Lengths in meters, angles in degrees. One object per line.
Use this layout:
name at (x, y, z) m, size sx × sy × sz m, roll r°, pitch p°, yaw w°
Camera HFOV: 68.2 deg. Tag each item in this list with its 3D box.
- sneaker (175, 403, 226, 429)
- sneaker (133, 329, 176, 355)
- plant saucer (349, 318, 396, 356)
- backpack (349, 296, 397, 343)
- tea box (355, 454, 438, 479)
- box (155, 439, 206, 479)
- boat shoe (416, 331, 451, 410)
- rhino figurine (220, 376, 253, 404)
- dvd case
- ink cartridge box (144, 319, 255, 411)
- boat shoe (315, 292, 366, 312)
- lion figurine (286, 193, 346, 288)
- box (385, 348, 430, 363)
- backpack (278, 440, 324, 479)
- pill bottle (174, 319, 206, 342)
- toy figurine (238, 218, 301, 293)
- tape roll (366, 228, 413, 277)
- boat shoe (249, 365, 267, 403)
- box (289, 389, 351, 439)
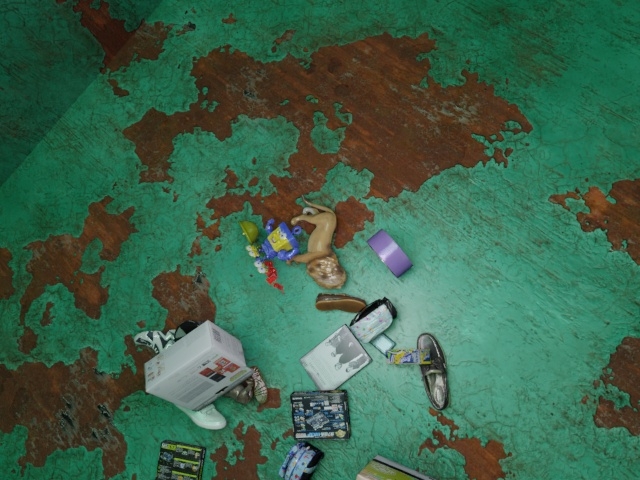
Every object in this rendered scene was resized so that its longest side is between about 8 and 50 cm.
sneaker at (-0.476, 0.645, 1.906) m, size 0.256 × 0.094 × 0.151 m, roll 24°, pitch 103°, yaw 20°
sneaker at (-0.691, 0.468, 2.019) m, size 0.235 × 0.094 × 0.153 m, roll -4°, pitch 67°, yaw 3°
plant saucer at (0.204, 0.369, 1.860) m, size 0.192 × 0.018 × 0.067 m, roll 38°, pitch 88°, yaw 20°
backpack at (0.201, 0.304, 1.799) m, size 0.182 × 0.152 × 0.115 m, roll -36°, pitch 75°, yaw -5°
tea box at (0.277, 0.898, 1.544) m, size 0.329 × 0.323 × 0.220 m, roll 15°, pitch 83°, yaw 20°
box at (-0.568, 0.918, 1.910) m, size 0.191 × 0.045 × 0.184 m, roll 2°, pitch 75°, yaw 16°
boat shoe at (0.418, 0.480, 1.740) m, size 0.103 × 0.092 × 0.285 m, roll -11°, pitch 74°, yaw 12°
rhino figurine at (-0.361, 0.583, 1.901) m, size 0.243 × 0.073 × 0.106 m, roll 9°, pitch 89°, yaw 35°
dvd case at (0.058, 0.472, 1.866) m, size 0.239 × 0.029 × 0.179 m, roll -39°, pitch 71°, yaw 3°
ink cartridge box at (-0.450, 0.483, 1.785) m, size 0.309 × 0.272 × 0.130 m, roll -34°, pitch 44°, yaw 7°
boat shoe at (0.083, 0.241, 1.894) m, size 0.207 × 0.073 × 0.073 m, roll 4°, pitch 38°, yaw 9°
lion figurine at (0.000, 0.000, 1.927) m, size 0.240 × 0.142 × 0.392 m, roll 1°, pitch 84°, yaw 29°
box at (0.322, 0.430, 1.751) m, size 0.169 × 0.059 × 0.054 m, roll -15°, pitch 70°, yaw 48°
backpack at (-0.079, 0.833, 1.738) m, size 0.117 × 0.173 × 0.158 m, roll 27°, pitch 85°, yaw 18°
pill bottle at (-0.487, 0.390, 1.921) m, size 0.123 × 0.219 × 0.122 m, roll -3°, pitch 76°, yaw 14°
toy figurine at (-0.167, 0.008, 1.905) m, size 0.217 × 0.191 × 0.362 m, roll -37°, pitch 48°, yaw 3°
tape roll at (0.267, 0.050, 1.830) m, size 0.080 × 0.189 × 0.189 m, roll -39°, pitch 71°, yaw 2°
boat shoe at (-0.248, 0.581, 1.907) m, size 0.056 × 0.049 × 0.152 m, roll -15°, pitch 69°, yaw -9°
box at (-0.001, 0.666, 1.807) m, size 0.220 × 0.051 × 0.175 m, roll -7°, pitch 87°, yaw 13°
